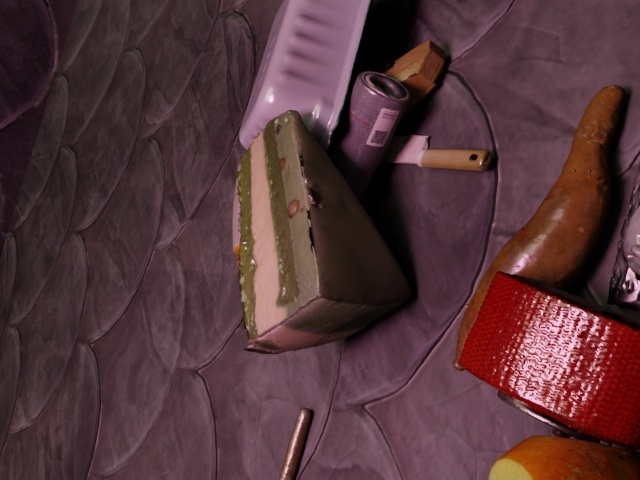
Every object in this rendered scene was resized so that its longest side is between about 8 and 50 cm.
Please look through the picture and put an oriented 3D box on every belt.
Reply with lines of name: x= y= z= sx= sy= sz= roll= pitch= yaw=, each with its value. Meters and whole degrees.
belt: x=0.224 y=0.113 z=0.940 sx=0.201 sy=0.128 sz=0.124 roll=25 pitch=95 yaw=38

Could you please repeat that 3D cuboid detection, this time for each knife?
knife: x=0.126 y=-0.115 z=1.324 sx=0.298 sy=0.017 sz=0.047 roll=11 pitch=80 yaw=61

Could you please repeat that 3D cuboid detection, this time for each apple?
apple: x=0.209 y=0.241 z=0.873 sx=0.147 sy=0.163 sz=0.146 roll=1 pitch=78 yaw=51

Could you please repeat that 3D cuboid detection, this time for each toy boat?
toy boat: x=0.084 y=-0.196 z=1.385 sx=0.206 sy=0.064 sz=0.072 roll=-34 pitch=40 yaw=38

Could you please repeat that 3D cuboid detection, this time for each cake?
cake: x=-0.002 y=-0.005 z=1.295 sx=0.158 sy=0.172 sz=0.283 roll=-36 pitch=50 yaw=39

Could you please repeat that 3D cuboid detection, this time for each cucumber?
cucumber: x=0.316 y=-0.037 z=0.960 sx=0.078 sy=0.062 sz=0.211 roll=20 pitch=89 yaw=57

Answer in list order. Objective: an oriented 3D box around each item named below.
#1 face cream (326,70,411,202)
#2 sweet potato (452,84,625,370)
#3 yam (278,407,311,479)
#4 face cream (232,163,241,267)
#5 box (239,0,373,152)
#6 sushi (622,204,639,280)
face cream: x=0.030 y=-0.086 z=1.359 sx=0.283 sy=0.073 sz=0.073 roll=-65 pitch=31 yaw=30
sweet potato: x=0.230 y=-0.002 z=1.057 sx=0.346 sy=0.079 sz=0.108 roll=-61 pitch=21 yaw=8
yam: x=-0.034 y=0.274 z=1.343 sx=0.021 sy=0.021 sz=0.116 roll=8 pitch=80 yaw=57
face cream: x=-0.105 y=-0.039 z=1.588 sx=0.072 sy=0.051 sz=0.182 roll=-30 pitch=50 yaw=40
box: x=-0.025 y=-0.240 z=1.428 sx=0.264 sy=0.106 sz=0.336 roll=132 pitch=156 yaw=-65
sushi: x=0.349 y=0.028 z=0.819 sx=0.124 sy=0.127 sz=0.225 roll=-62 pitch=26 yaw=13
